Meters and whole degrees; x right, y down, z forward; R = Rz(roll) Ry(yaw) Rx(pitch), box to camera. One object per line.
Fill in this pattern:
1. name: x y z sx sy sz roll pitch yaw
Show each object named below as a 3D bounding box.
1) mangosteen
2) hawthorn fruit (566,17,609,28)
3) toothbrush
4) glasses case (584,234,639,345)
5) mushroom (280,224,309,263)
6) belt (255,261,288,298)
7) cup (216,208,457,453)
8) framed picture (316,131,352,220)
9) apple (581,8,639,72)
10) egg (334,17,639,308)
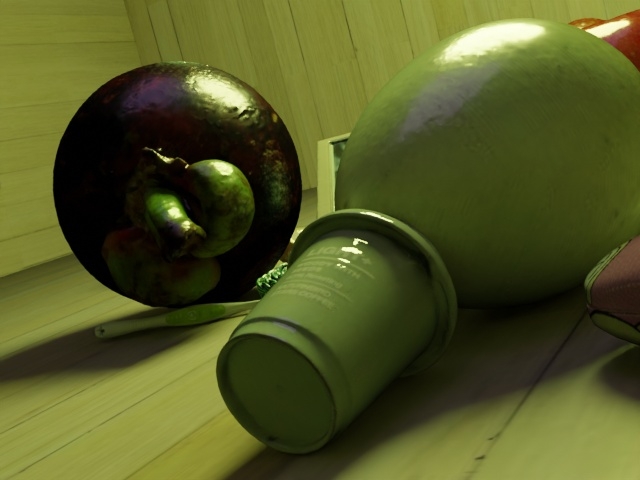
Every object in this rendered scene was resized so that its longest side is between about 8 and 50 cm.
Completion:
1. mangosteen: -0.181 -0.056 1.001 0.306 0.306 0.359 -13 14 16
2. hawthorn fruit: 0.445 -0.229 1.353 0.258 0.258 0.261 -9 -6 42
3. toothbrush: -0.146 0.085 0.949 0.262 0.022 0.026 -12 -5 22
4. glasses case: 0.258 0.018 0.368 0.123 0.076 0.316 -18 7 -28
5. mushroom: 0.025 -0.005 1.242 0.202 0.054 0.059 -12 10 -25
6. belt: 0.013 0.033 0.779 0.151 0.079 0.121 -18 7 -34
7. cup: 0.010 0.054 0.499 0.120 0.120 0.141 -11 17 32
8. framed picture: 0.109 -0.092 0.958 0.240 0.020 0.324 -14 22 7
9. apple: 0.353 -0.152 0.998 0.260 0.217 0.260 -16 6 2
10. egg: 0.132 -0.054 0.644 0.295 0.219 0.218 -21 9 -34
